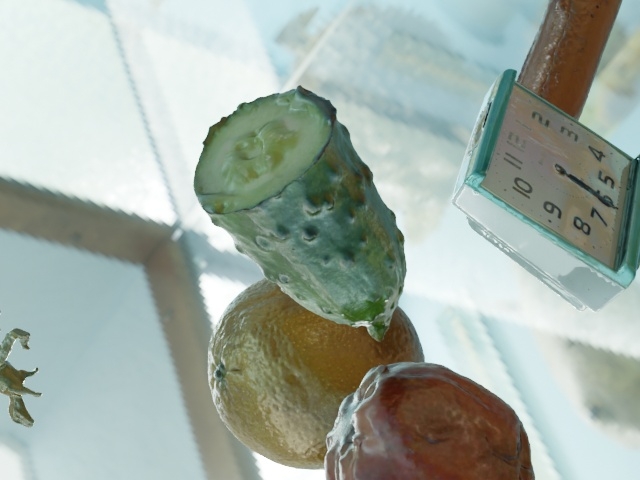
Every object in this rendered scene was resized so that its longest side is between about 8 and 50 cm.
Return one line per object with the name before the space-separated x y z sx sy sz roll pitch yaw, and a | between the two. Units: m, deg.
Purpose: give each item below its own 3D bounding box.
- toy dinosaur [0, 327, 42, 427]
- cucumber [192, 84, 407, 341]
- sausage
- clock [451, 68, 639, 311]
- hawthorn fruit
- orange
toy dinosaur | -0.388 0.137 1.862 0.162 0.126 0.039 16 -157 7
cucumber | 0.003 -0.001 1.340 0.244 0.134 0.134 56 -167 -39
sausage | 0.334 -0.258 2.218 0.102 0.330 0.102 21 175 2
clock | 0.268 -0.054 1.947 0.231 0.116 0.262 32 -145 -7
hawthorn fruit | 0.092 0.188 1.430 0.179 0.173 0.173 -7 -133 -21
orange | -0.009 0.154 1.977 0.264 0.264 0.264 29 -151 -18
